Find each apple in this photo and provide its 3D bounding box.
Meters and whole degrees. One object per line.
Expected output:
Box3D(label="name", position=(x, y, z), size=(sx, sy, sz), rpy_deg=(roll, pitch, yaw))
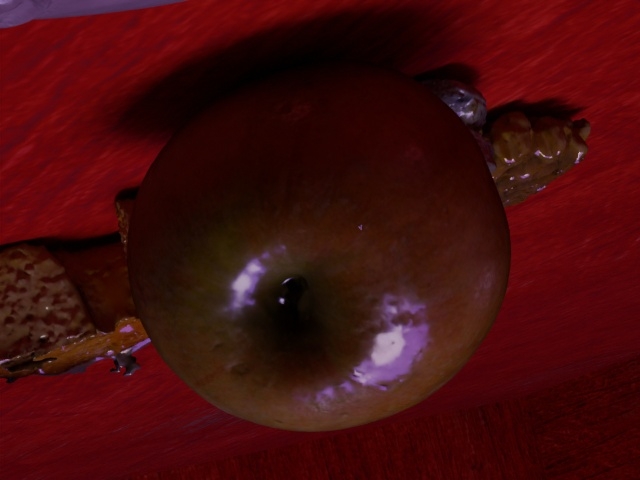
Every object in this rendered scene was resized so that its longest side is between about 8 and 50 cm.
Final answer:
Box3D(label="apple", position=(0.000, 0.000, 0.858), size=(0.182, 0.182, 0.155), rpy_deg=(-19, -162, 24))

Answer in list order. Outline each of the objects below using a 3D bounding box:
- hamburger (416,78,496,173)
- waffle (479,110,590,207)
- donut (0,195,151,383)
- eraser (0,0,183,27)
Box3D(label="hamburger", position=(0.037, -0.046, 0.975), size=(0.121, 0.054, 0.084), rpy_deg=(-16, 174, 21))
Box3D(label="waffle", position=(0.072, -0.035, 1.109), size=(0.191, 0.038, 0.191), rpy_deg=(-13, 170, -2))
Box3D(label="donut", position=(-0.108, 0.022, 1.078), size=(0.181, 0.078, 0.146), rpy_deg=(-29, 165, 32))
Box3D(label="eraser", position=(-0.082, -0.096, 0.503), size=(0.243, 0.059, 0.204), rpy_deg=(3, 161, -46))
